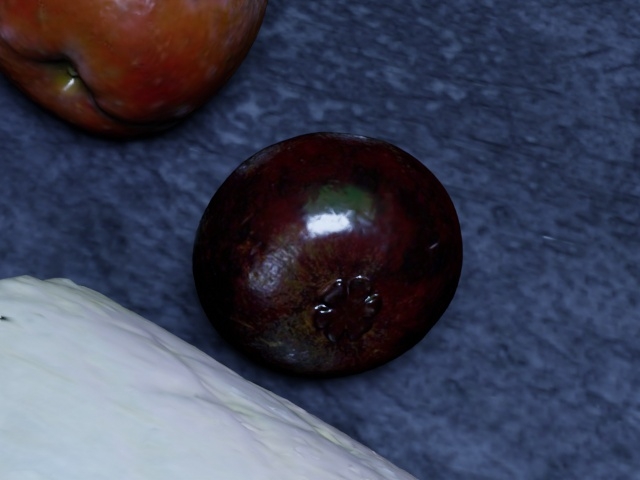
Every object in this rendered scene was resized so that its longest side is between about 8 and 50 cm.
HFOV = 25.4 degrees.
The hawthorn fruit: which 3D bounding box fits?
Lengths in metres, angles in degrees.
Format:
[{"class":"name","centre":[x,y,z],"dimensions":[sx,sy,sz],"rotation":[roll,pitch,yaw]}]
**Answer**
[{"class":"hawthorn fruit","centre":[-0.105,-0.138,0.741],"dimensions":[0.173,0.173,0.173],"rotation":[6,52,-8]}]

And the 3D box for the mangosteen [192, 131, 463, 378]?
[{"class":"mangosteen","centre":[0.000,0.000,0.692],"dimensions":[0.140,0.140,0.140],"rotation":[6,52,-8]}]

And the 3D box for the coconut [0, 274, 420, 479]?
[{"class":"coconut","centre":[-0.072,0.179,0.427],"dimensions":[0.329,0.329,0.329],"rotation":[6,52,-8]}]
